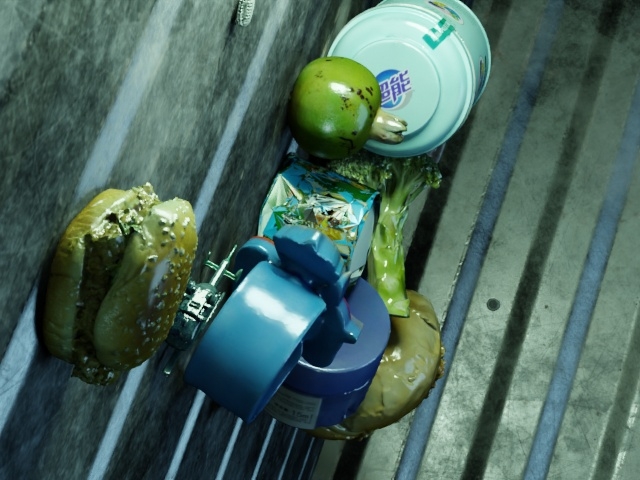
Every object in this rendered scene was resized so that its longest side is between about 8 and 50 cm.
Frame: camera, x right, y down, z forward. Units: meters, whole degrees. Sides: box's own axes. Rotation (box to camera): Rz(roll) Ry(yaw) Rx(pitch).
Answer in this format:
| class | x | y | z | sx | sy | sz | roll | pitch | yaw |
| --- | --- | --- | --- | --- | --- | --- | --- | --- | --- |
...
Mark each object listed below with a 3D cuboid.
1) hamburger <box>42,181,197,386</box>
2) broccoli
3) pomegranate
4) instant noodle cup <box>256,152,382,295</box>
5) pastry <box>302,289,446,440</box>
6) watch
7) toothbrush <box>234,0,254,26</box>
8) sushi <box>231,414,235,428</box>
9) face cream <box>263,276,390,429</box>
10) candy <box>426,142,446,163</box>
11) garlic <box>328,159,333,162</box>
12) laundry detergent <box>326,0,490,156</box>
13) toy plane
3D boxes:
| class | x | y | z | sx | sy | sz | roll | pitch | yaw |
| --- | --- | --- | --- | --- | --- | --- | --- | --- | --- |
| hamburger | -0.209 | 0.052 | 1.222 | 0.189 | 0.122 | 0.215 | -46 | 153 | -73 |
| broccoli | 0.125 | -0.031 | 2.241 | 0.252 | 0.221 | 0.362 | 111 | -26 | -58 |
| pomegranate | 0.048 | -0.217 | 1.904 | 0.180 | 0.209 | 0.180 | 17 | 90 | -84 |
| instant noodle cup | 0.001 | -0.028 | 2.057 | 0.240 | 0.178 | 0.240 | 18 | 90 | -79 |
| pastry | 0.090 | 0.275 | 2.472 | 0.245 | 0.409 | 0.410 | 54 | 41 | -27 |
| watch | -0.075 | 0.133 | 1.779 | 0.274 | 0.241 | 0.305 | -51 | 170 | -40 |
| toothbrush | -0.073 | -0.418 | 1.458 | 0.024 | 0.021 | 0.288 | -73 | 177 | -74 |
| sushi | -0.153 | 0.236 | 2.063 | 0.139 | 0.031 | 0.201 | -93 | -163 | -78 |
| face cream | -0.009 | 0.207 | 2.158 | 0.225 | 0.249 | 0.249 | 108 | 6 | -50 |
| candy | 0.189 | -0.270 | 2.568 | 0.157 | 0.214 | 0.290 | -65 | 169 | -65 |
| garlic | 0.085 | -0.257 | 2.426 | 0.148 | 0.128 | 0.267 | 135 | -38 | -86 |
| laundry detergent | 0.164 | -0.319 | 2.155 | 0.305 | 0.287 | 0.287 | -51 | 156 | -65 |
| toy plane | -0.172 | 0.090 | 1.662 | 0.096 | 0.060 | 0.235 | 106 | 10 | -53 |
